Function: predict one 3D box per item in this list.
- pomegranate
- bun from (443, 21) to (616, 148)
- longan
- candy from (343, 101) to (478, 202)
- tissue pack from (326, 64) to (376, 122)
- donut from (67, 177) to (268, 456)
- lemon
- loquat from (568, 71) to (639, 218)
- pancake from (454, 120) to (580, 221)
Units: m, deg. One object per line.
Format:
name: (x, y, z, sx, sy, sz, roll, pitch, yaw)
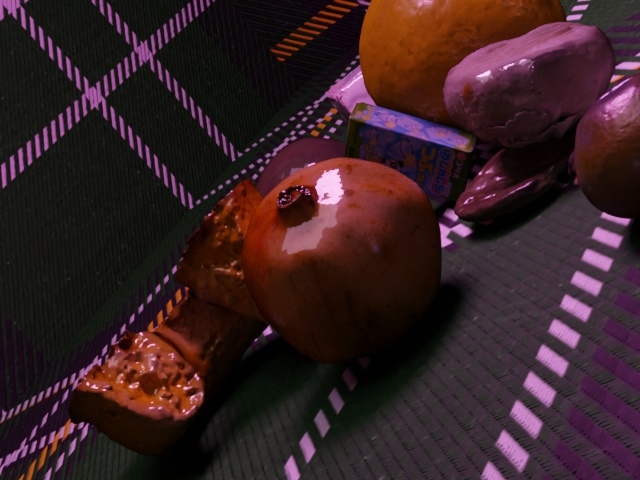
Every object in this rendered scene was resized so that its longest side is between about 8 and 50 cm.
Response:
pomegranate: (0.029, 0.020, 1.480, 0.264, 0.264, 0.264, -39, 13, 10)
bun: (0.286, -0.202, 1.576, 0.239, 0.141, 0.239, -23, 16, 7)
longan: (-0.002, -0.046, 1.909, 0.248, 0.248, 0.248, -39, 13, 10)
candy: (0.134, -0.135, 1.790, 0.062, 0.195, 0.097, -60, -16, -55)
tissue pack: (0.176, -0.285, 2.214, 0.271, 0.201, 0.124, -40, 9, -4)
donut: (-0.169, 0.130, 1.745, 0.435, 0.163, 0.377, -53, -3, 1)
lemon: (0.222, -0.308, 1.866, 0.348, 0.348, 0.348, -39, 13, 10)
loquat: (0.348, -0.104, 1.216, 0.195, 0.152, 0.152, -26, 18, 25)
pancake: (0.286, -0.099, 1.601, 0.222, 0.042, 0.236, -22, 21, 49)
